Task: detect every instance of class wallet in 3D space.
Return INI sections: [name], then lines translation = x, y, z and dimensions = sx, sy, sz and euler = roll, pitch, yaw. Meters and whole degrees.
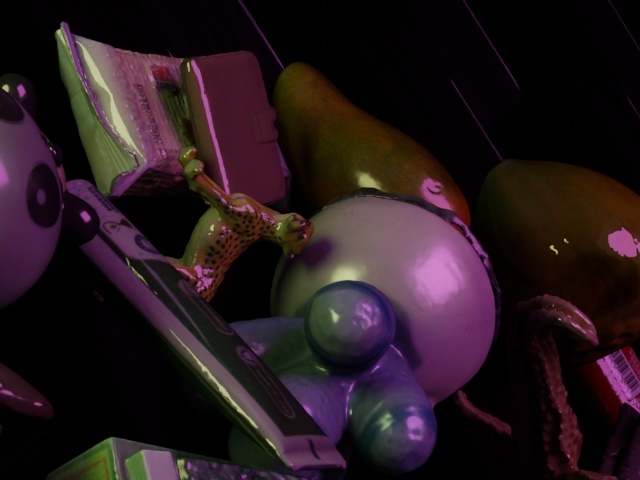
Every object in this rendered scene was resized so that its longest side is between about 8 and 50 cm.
[wallet]
translation = -0.083, -0.104, 1.620
dimensions = 0.118, 0.038, 0.153
euler = -12, 89, -55

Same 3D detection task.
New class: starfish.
[starfish]
translation = 0.275, 0.286, 1.754
dimensions = 0.082, 0.324, 0.432
euler = -10, 66, -26

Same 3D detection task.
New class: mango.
[mango]
translation = 0.040, -0.066, 1.757
dimensions = 0.289, 0.129, 0.146
euler = 44, -19, 41

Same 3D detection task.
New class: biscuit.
[biscuit]
translation = -0.138, -0.115, 1.664
dimensions = 0.309, 0.079, 0.186
euler = 1, 67, -55

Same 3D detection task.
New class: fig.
[fig]
translation = 0.294, 0.012, 2.047
dimensions = 0.239, 0.239, 0.271
euler = 6, 50, -55

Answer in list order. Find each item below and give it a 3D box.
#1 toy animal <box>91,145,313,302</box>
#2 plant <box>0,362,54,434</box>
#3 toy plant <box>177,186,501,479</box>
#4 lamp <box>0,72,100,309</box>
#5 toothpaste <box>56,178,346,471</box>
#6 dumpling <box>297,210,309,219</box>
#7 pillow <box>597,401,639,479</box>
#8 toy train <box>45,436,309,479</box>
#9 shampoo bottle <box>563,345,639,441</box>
[toy animal]
translation = -0.109, 0.016, 1.534
dimensions = 0.136, 0.073, 0.181
euler = 41, 79, -20
[plant]
translation = -0.326, 0.053, 1.110
dimensions = 0.321, 0.194, 0.181
euler = 51, 34, -9
[toy plant]
translation = 0.011, 0.117, 1.545
dimensions = 0.247, 0.247, 0.332
euler = 55, 32, -8
[lamp]
translation = -0.275, -0.039, 1.295
dimensions = 0.198, 0.197, 0.244
euler = 60, 21, 1
[toothpaste]
translation = -0.128, 0.060, 1.416
dimensions = 0.392, 0.061, 0.098
euler = 44, 16, 24
[dumpling]
translation = 0.001, 0.000, 1.810
dimensions = 0.059, 0.043, 0.077
euler = -23, 86, -46
[pillow]
translation = 0.394, 0.360, 1.996
dimensions = 0.228, 0.101, 0.326
euler = 51, 44, -13
[toy train]
translation = -0.119, 0.245, 1.257
dimensions = 0.271, 0.188, 0.159
euler = 20, 47, -47
[shampoo bottle]
translation = 0.407, 0.233, 2.181
dimensions = 0.314, 0.076, 0.118
euler = 59, 30, -2
